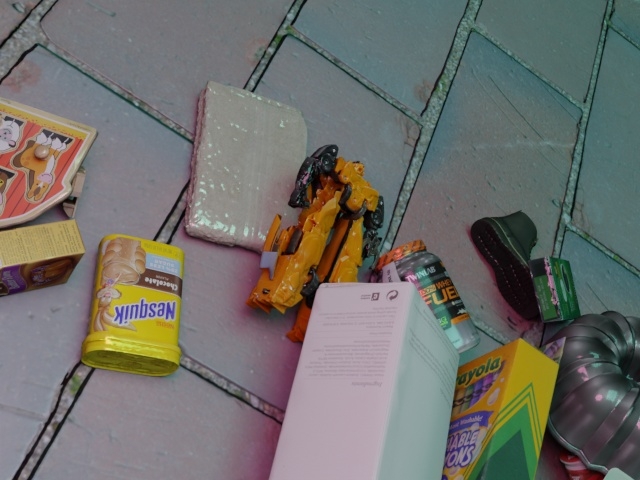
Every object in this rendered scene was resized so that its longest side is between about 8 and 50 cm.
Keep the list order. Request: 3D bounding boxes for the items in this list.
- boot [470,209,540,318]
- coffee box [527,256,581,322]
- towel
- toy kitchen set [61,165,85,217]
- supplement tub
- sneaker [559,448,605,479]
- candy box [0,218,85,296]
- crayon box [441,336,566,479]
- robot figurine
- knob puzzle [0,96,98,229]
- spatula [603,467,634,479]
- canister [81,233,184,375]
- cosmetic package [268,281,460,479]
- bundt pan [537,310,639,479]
[{"bbox_3d":[0.375,0.034,1.529,0.137,0.077,0.197,-17,78,-42],"label":"boot"},{"bbox_3d":[0.414,0.088,1.476,0.184,0.040,0.113,5,72,-63],"label":"coffee box"},{"bbox_3d":[-0.114,-0.111,1.323,0.187,0.049,0.282,16,60,-23],"label":"towel"},{"bbox_3d":[-0.367,-0.074,1.143,0.075,0.083,0.068,11,102,-26],"label":"toy kitchen set"},{"bbox_3d":[0.163,0.102,1.335,0.117,0.117,0.190,-18,76,-36],"label":"supplement tub"},{"bbox_3d":[0.489,0.385,1.428,0.221,0.087,0.128,-16,93,-37],"label":"sneaker"},{"bbox_3d":[-0.399,0.031,1.040,0.187,0.109,0.053,-11,72,-34],"label":"candy box"},{"bbox_3d":[0.234,0.279,1.232,0.083,0.203,0.323,35,53,-11],"label":"crayon box"},{"bbox_3d":[0.000,0.000,1.262,0.211,0.085,0.291,45,55,-38],"label":"robot figurine"},{"bbox_3d":[-0.413,-0.097,1.096,0.213,0.030,0.213,0,65,0],"label":"knob puzzle"},{"bbox_3d":[0.472,0.472,1.313,0.242,0.019,0.168,42,80,-26],"label":"spatula"},{"bbox_3d":[-0.247,0.085,1.126,0.126,0.073,0.169,14,58,-25],"label":"canister"},{"bbox_3d":[0.061,0.270,1.109,0.217,0.156,0.384,55,42,-43],"label":"cosmetic package"},{"bbox_3d":[0.521,0.244,1.398,0.331,0.124,0.330,13,38,-10],"label":"bundt pan"}]
